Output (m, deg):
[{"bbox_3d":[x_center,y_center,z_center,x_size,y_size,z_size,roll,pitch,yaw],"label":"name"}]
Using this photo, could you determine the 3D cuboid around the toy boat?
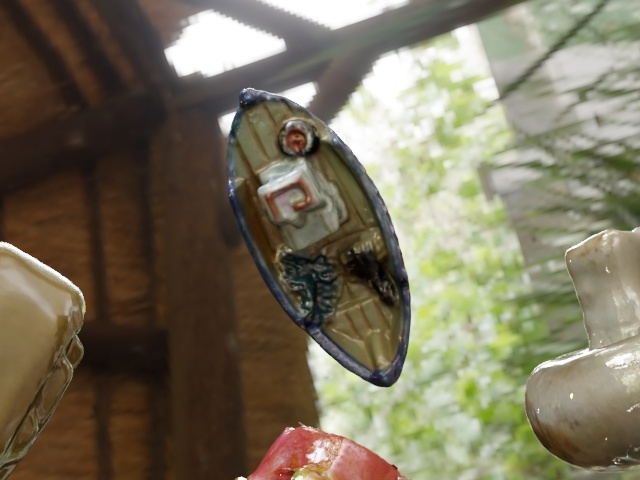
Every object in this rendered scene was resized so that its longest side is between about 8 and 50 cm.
[{"bbox_3d":[0.000,0.000,1.202,0.262,0.114,0.115,62,-171,-20],"label":"toy boat"}]

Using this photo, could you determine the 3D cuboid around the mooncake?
[{"bbox_3d":[-0.261,0.120,1.115,0.117,0.235,0.235,33,-157,-10],"label":"mooncake"}]

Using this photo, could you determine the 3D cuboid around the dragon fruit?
[{"bbox_3d":[0.001,0.391,2.004,0.189,0.290,0.290,-47,-51,-31],"label":"dragon fruit"}]

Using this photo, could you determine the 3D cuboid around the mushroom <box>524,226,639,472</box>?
[{"bbox_3d":[0.299,0.103,1.468,0.243,0.243,0.243,-17,-90,-78],"label":"mushroom"}]
